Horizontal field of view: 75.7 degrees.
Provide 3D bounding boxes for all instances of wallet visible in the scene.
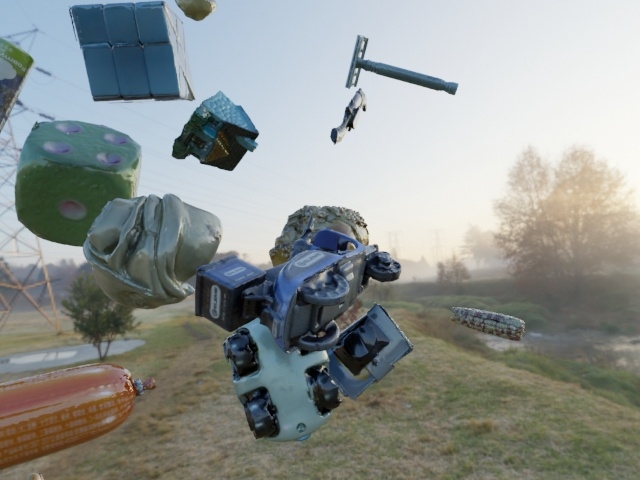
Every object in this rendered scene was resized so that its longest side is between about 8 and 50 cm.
[{"bbox_3d":[0.120,0.295,1.101,0.231,0.170,0.069,-37,-16,-5],"label":"wallet"}]

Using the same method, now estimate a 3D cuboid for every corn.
[{"bbox_3d":[0.548,0.272,1.368,0.236,0.080,0.079,8,2,34],"label":"corn"}]

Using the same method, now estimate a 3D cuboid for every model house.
[{"bbox_3d":[-0.383,-0.361,1.545,0.241,0.226,0.261,37,-48,-14],"label":"model house"}]

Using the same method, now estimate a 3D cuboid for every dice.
[{"bbox_3d":[-0.784,-0.191,1.372,0.322,0.330,0.319,9,-54,-24],"label":"dice"}]

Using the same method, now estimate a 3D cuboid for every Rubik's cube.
[{"bbox_3d":[-0.483,-0.486,1.104,0.224,0.231,0.221,-6,17,-5],"label":"Rubik's cube"}]

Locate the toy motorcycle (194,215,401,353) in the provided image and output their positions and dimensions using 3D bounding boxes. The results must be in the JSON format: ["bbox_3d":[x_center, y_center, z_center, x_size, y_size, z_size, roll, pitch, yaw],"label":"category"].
[{"bbox_3d":[-0.013,0.055,0.689,0.212,0.125,0.358,22,25,28],"label":"toy motorcycle"}]

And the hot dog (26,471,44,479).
[{"bbox_3d":[-0.827,0.745,1.183,0.060,0.140,0.089,18,-37,-32],"label":"hot dog"}]

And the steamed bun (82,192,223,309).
[{"bbox_3d":[-0.447,0.007,1.043,0.324,0.310,0.219,12,-24,32],"label":"steamed bun"}]

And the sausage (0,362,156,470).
[{"bbox_3d":[-0.348,0.203,0.455,0.311,0.093,0.093,-6,-4,-31],"label":"sausage"}]

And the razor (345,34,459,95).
[{"bbox_3d":[0.173,-0.346,0.868,0.231,0.106,0.068,20,29,9],"label":"razor"}]

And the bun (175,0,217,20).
[{"bbox_3d":[-0.249,-0.464,0.806,0.086,0.086,0.055,2,-50,-48],"label":"bun"}]

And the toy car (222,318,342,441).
[{"bbox_3d":[-0.078,0.265,0.830,0.188,0.255,0.190,-20,-13,-14],"label":"toy car"}]

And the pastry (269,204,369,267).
[{"bbox_3d":[0.000,0.000,1.155,0.254,0.162,0.311,9,43,21],"label":"pastry"}]

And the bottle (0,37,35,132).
[{"bbox_3d":[-0.718,-0.259,0.863,0.093,0.330,0.093,18,-9,3],"label":"bottle"}]

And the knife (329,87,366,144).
[{"bbox_3d":[0.049,-0.190,0.610,0.021,0.046,0.222,5,30,15],"label":"knife"}]
